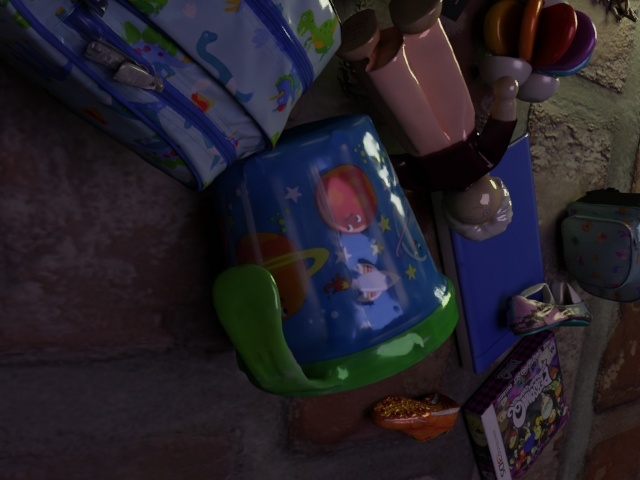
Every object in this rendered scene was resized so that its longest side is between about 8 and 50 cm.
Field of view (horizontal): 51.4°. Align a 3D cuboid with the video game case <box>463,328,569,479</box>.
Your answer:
[{"bbox_3d":[0.347,0.300,1.156,0.232,0.041,0.210,-37,122,-31],"label":"video game case"}]

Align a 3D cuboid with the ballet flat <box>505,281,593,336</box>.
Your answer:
[{"bbox_3d":[0.371,0.107,1.072,0.221,0.077,0.079,1,79,-42],"label":"ballet flat"}]

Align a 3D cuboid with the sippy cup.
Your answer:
[{"bbox_3d":[0.000,0.000,0.671,0.240,0.305,0.224,-20,104,-10],"label":"sippy cup"}]

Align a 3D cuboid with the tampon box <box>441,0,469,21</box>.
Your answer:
[{"bbox_3d":[0.097,-0.335,0.733,0.161,0.120,0.101,8,125,-42],"label":"tampon box"}]

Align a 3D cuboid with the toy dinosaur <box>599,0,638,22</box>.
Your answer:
[{"bbox_3d":[0.526,-0.455,1.173,0.093,0.053,0.183,-61,140,-35],"label":"toy dinosaur"}]

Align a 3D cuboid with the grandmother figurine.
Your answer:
[{"bbox_3d":[0.139,-0.121,0.792,0.342,0.207,0.104,50,40,-38],"label":"grandmother figurine"}]

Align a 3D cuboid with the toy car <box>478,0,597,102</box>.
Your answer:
[{"bbox_3d":[0.322,-0.289,0.952,0.182,0.136,0.159,8,93,-42],"label":"toy car"}]

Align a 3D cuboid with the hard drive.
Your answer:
[{"bbox_3d":[0.271,0.018,1.032,0.210,0.040,0.319,-31,118,-33],"label":"hard drive"}]

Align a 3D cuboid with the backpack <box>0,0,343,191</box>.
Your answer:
[{"bbox_3d":[-0.146,-0.200,0.481,0.355,0.290,0.273,17,95,-49],"label":"backpack"}]

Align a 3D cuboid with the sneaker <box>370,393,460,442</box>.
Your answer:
[{"bbox_3d":[0.137,0.260,0.948,0.175,0.064,0.067,12,100,-40],"label":"sneaker"}]

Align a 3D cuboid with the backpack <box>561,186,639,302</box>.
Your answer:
[{"bbox_3d":[0.521,0.017,1.172,0.144,0.166,0.188,-30,114,-31],"label":"backpack"}]
